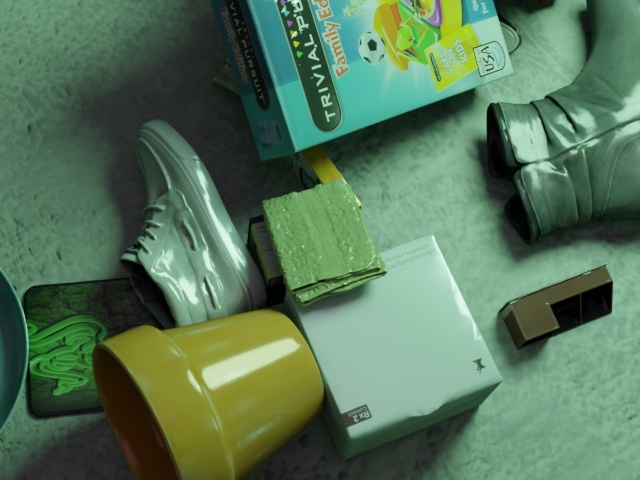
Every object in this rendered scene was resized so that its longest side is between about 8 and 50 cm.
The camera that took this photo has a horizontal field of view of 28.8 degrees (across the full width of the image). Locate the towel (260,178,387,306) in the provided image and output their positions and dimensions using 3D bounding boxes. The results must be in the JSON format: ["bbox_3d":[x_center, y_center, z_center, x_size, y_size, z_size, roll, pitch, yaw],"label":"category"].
[{"bbox_3d":[0.000,0.000,1.337,0.110,0.027,0.148,-17,52,-8],"label":"towel"}]

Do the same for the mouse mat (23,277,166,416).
[{"bbox_3d":[-0.234,0.114,1.396,0.189,0.007,0.153,-6,70,-6],"label":"mouse mat"}]

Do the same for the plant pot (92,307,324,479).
[{"bbox_3d":[-0.107,0.163,1.293,0.188,0.205,0.205,-24,73,-24],"label":"plant pot"}]

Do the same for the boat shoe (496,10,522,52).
[{"bbox_3d":[0.199,-0.278,1.564,0.125,0.038,0.046,34,112,13],"label":"boat shoe"}]

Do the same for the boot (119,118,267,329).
[{"bbox_3d":[-0.172,-0.011,1.394,0.123,0.095,0.258,-25,74,-26],"label":"boot"}]

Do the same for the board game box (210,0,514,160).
[{"bbox_3d":[0.046,-0.262,1.415,0.336,0.079,0.254,-23,99,-33],"label":"board game box"}]

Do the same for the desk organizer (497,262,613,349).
[{"bbox_3d":[0.277,0.076,1.434,0.130,0.047,0.050,-20,75,-12],"label":"desk organizer"}]

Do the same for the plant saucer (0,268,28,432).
[{"bbox_3d":[-0.475,0.130,1.349,0.317,0.044,0.318,2,70,-5],"label":"plant saucer"}]

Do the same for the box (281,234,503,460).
[{"bbox_3d":[0.073,0.118,1.361,0.181,0.119,0.182,-20,73,-12],"label":"box"}]

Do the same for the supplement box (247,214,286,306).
[{"bbox_3d":[-0.044,0.019,1.406,0.056,0.083,0.083,-15,72,-11],"label":"supplement box"}]

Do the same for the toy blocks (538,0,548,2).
[{"bbox_3d":[0.265,-0.418,1.480,0.190,0.381,0.261,6,72,29],"label":"toy blocks"}]

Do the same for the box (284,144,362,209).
[{"bbox_3d":[-0.003,-0.074,1.446,0.028,0.081,0.136,-32,75,-15],"label":"box"}]

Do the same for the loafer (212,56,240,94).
[{"bbox_3d":[-0.077,-0.170,1.501,0.125,0.045,0.039,42,88,17],"label":"loafer"}]

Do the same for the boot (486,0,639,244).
[{"bbox_3d":[0.303,-0.172,1.495,0.222,0.118,0.338,-7,68,-3],"label":"boot"}]
